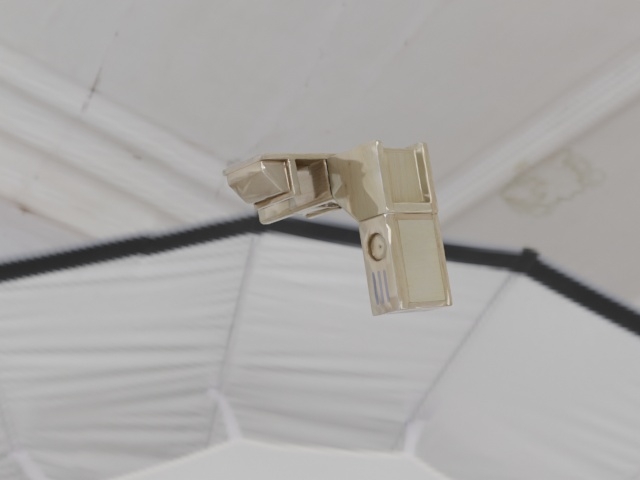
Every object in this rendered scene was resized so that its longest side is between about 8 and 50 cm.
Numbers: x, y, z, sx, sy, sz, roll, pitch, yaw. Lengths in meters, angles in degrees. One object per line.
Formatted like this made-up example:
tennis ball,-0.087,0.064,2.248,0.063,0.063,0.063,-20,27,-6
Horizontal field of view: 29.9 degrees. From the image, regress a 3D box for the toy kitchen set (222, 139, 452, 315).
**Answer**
toy kitchen set,0.000,0.000,0.527,0.068,0.075,0.083,-2,-10,-41
